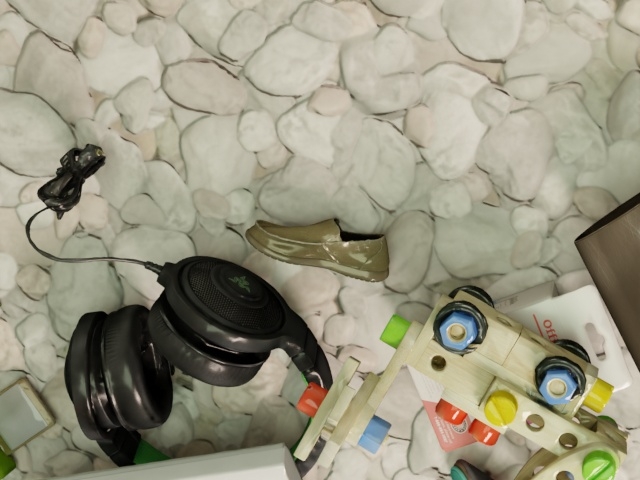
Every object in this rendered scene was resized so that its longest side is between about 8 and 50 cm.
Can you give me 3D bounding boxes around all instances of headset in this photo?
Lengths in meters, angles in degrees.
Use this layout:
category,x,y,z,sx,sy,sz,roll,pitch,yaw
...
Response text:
category,x,y,z,sx,sy,sz,roll,pitch,yaw
headset,-0.149,0.089,1.407,0.243,0.185,0.394,-29,111,18

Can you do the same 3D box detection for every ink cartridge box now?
category,x,y,z,sx,sy,sz,roll,pitch,yaw
ink cartridge box,0.193,0.116,1.368,0.198,0.067,0.115,-20,99,15

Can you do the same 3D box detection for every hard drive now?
category,x,y,z,sx,sy,sz,roll,pitch,yaw
hard drive,-0.156,0.304,1.437,0.308,0.040,0.203,-10,130,11

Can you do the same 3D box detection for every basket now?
category,x,y,z,sx,sy,sz,roll,pitch,yaw
basket,0.348,0.059,1.284,0.204,0.154,0.227,-34,88,-26

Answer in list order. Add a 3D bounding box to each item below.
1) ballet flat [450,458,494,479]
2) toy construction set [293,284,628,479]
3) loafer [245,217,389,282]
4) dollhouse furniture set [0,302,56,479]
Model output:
category,x,y,z,sx,sy,sz,roll,pitch,yaw
ballet flat,0.195,0.306,1.415,0.074,0.074,0.203,-20,92,13
toy construction set,0.144,0.174,1.288,0.328,0.151,0.215,25,108,-8
loafer,0.000,0.000,1.384,0.148,0.056,0.050,14,104,-4
dollhouse furniture set,-0.395,0.184,1.359,0.151,0.301,0.197,-34,92,17
